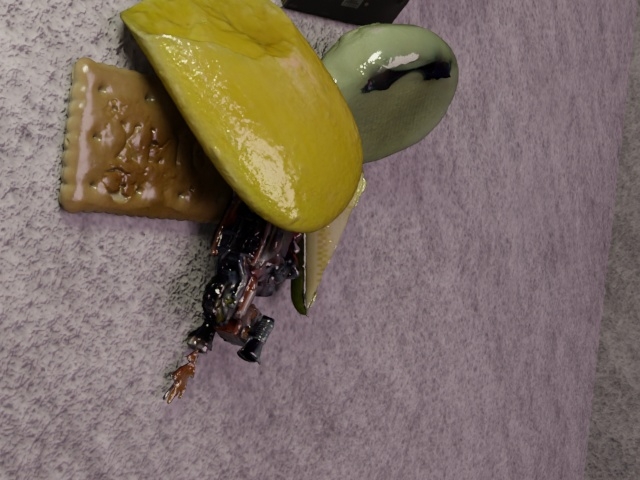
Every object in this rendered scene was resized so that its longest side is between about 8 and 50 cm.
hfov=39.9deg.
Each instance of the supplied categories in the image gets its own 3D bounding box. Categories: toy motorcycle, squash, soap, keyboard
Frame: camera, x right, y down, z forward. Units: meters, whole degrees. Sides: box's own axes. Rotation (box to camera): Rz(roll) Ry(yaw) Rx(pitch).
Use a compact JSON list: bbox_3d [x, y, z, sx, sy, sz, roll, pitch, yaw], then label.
[{"bbox_3d":[-0.123,0.081,1.395,0.207,0.134,0.401,65,42,-58],"label":"toy motorcycle"},{"bbox_3d":[0.000,0.000,1.579,0.169,0.093,0.252,-6,97,-46],"label":"squash"},{"bbox_3d":[-0.086,-0.213,1.317,0.427,0.115,0.306,54,40,-14],"label":"soap"},{"bbox_3d":[0.055,-0.446,1.603,0.317,0.027,0.106,-4,140,-52],"label":"keyboard"}]

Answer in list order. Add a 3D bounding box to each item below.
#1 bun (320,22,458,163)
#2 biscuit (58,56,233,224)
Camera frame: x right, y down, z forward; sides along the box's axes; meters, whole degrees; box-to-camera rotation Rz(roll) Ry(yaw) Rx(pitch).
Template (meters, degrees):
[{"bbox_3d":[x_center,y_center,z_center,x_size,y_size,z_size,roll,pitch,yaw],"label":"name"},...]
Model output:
[{"bbox_3d":[0.092,-0.284,1.579,0.293,0.293,0.187,19,36,-52],"label":"bun"},{"bbox_3d":[-0.237,-0.135,1.298,0.324,0.044,0.217,6,92,-53],"label":"biscuit"}]
